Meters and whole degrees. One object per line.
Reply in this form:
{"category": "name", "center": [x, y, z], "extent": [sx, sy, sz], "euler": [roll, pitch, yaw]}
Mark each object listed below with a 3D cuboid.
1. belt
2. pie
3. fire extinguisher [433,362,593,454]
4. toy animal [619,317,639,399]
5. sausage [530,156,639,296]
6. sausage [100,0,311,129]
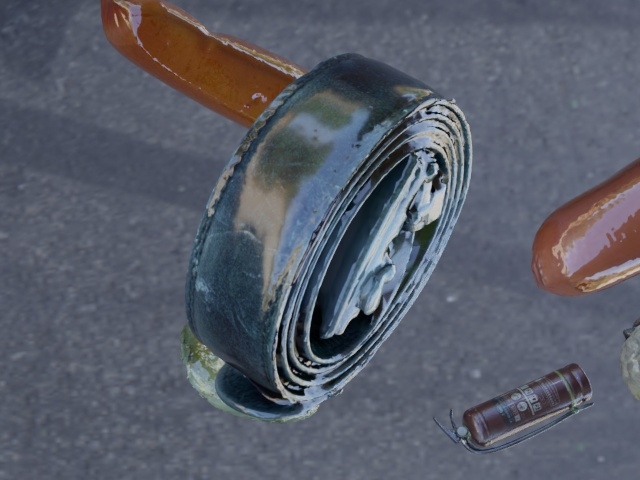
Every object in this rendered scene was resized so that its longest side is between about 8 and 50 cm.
{"category": "belt", "center": [0.000, 0.000, 1.052], "extent": [0.267, 0.116, 0.206], "euler": [-59, 152, -2]}
{"category": "pie", "center": [-0.084, 0.152, 1.748], "extent": [0.187, 0.041, 0.187], "euler": [22, 27, -12]}
{"category": "fire extinguisher", "center": [0.198, 0.174, 1.510], "extent": [0.158, 0.043, 0.064], "euler": [-23, 63, -13]}
{"category": "toy animal", "center": [0.347, 0.118, 1.406], "extent": [0.137, 0.098, 0.098], "euler": [23, 64, -4]}
{"category": "sausage", "center": [0.229, -0.023, 1.019], "extent": [0.194, 0.077, 0.077], "euler": [-32, 108, 0]}
{"category": "sausage", "center": [-0.102, -0.187, 1.700], "extent": [0.348, 0.097, 0.094], "euler": [24, 92, -27]}
